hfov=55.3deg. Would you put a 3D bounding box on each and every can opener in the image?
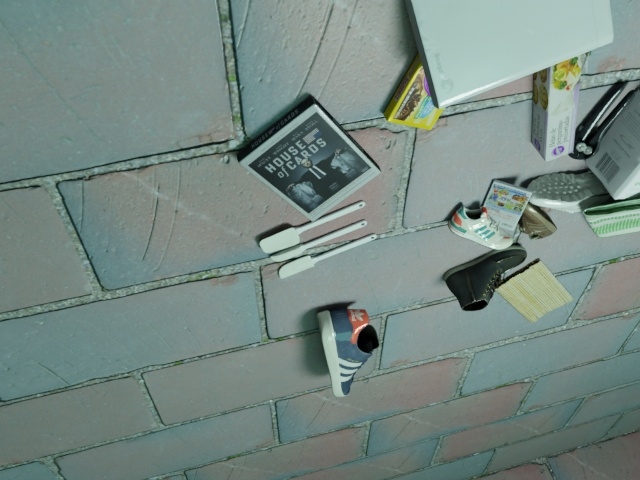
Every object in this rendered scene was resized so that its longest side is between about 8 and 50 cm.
[{"bbox_3d":[0.585,-0.247,1.283,0.059,0.073,0.186,26,130,6],"label":"can opener"}]

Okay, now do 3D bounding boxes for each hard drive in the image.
[{"bbox_3d":[0.303,-0.361,0.975,0.307,0.040,0.203,-21,115,1],"label":"hard drive"}]

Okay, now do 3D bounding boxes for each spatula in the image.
[{"bbox_3d":[0.000,0.000,1.339,0.241,0.019,0.168,-22,140,2],"label":"spatula"}]

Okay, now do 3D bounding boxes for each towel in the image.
[{"bbox_3d":[0.768,-0.057,1.450,0.247,0.038,0.324,-10,169,26],"label":"towel"}]

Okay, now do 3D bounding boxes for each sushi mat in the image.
[{"bbox_3d":[0.625,0.155,1.781,0.151,0.019,0.316,-37,138,18],"label":"sushi mat"}]

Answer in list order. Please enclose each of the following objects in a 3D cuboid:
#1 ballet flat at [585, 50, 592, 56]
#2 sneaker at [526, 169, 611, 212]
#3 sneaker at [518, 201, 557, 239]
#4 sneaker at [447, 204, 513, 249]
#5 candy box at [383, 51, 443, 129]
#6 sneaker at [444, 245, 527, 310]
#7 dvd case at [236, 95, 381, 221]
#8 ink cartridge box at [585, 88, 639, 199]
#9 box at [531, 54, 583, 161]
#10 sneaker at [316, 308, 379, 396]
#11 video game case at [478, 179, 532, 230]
[{"bbox_3d":[0.471,-0.380,1.091,0.041,0.041,0.114,-19,141,-1],"label":"ballet flat"},{"bbox_3d":[0.576,-0.100,1.419,0.234,0.090,0.095,-5,148,-16],"label":"sneaker"},{"bbox_3d":[0.502,-0.045,1.460,0.071,0.066,0.188,-39,137,23],"label":"sneaker"},{"bbox_3d":[0.379,-0.034,1.403,0.161,0.057,0.075,19,127,-6],"label":"sneaker"},{"bbox_3d":[0.203,-0.290,1.083,0.105,0.027,0.206,3,136,-30],"label":"candy box"},{"bbox_3d":[0.441,0.102,1.562,0.221,0.118,0.083,-24,141,5],"label":"sneaker"},{"bbox_3d":[-0.016,-0.145,1.157,0.179,0.030,0.238,-35,139,17],"label":"dvd case"},{"bbox_3d":[0.796,-0.227,1.322,0.309,0.130,0.272,-1,139,-22],"label":"ink cartridge box"},{"bbox_3d":[0.447,-0.288,1.158,0.063,0.067,0.324,-20,142,2],"label":"box"},{"bbox_3d":[0.086,0.305,1.636,0.148,0.131,0.350,-12,140,-2],"label":"sneaker"},{"bbox_3d":[0.419,-0.079,1.393,0.087,0.011,0.122,18,138,8],"label":"video game case"}]
